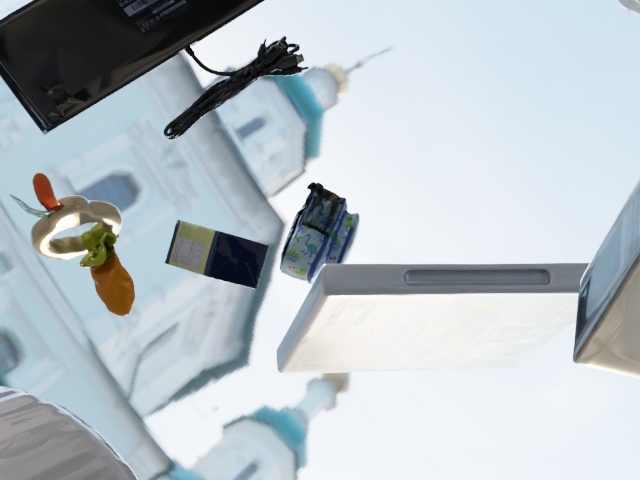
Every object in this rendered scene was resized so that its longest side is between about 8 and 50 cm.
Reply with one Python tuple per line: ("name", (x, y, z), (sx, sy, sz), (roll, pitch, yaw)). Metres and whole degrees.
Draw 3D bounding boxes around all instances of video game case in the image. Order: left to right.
("video game case", (0.121, 0.087, 1.287), (0.329, 0.299, 0.036), (117, -28, -68))

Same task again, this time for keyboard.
("keyboard", (-0.141, -0.195, 1.156), (0.201, 0.317, 0.033), (51, -21, 8))

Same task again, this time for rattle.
("rattle", (-0.324, 0.011, 1.582), (0.130, 0.200, 0.143), (-5, -109, 2))

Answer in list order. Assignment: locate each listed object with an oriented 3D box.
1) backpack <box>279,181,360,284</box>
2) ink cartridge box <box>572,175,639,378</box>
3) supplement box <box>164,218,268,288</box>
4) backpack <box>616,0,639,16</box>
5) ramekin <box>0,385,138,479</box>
("backpack", (0.000, 0.000, 1.533), (0.084, 0.114, 0.105), (26, -11, 5))
("ink cartridge box", (0.264, -0.005, 0.522), (0.238, 0.060, 0.275), (14, -35, 1))
("supplement box", (-0.124, 0.016, 1.438), (0.083, 0.083, 0.056), (15, -92, 44))
("backpack", (0.341, -0.309, 0.888), (0.290, 0.355, 0.273), (26, -54, 41))
("ramekin", (-0.211, 0.217, 0.768), (0.272, 0.127, 0.273), (14, -64, 31))
